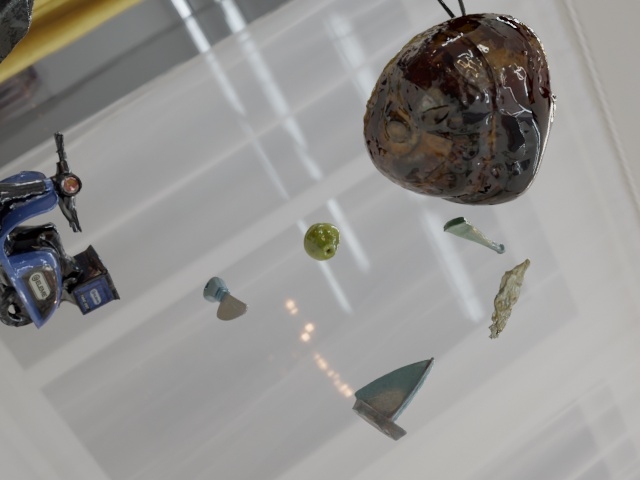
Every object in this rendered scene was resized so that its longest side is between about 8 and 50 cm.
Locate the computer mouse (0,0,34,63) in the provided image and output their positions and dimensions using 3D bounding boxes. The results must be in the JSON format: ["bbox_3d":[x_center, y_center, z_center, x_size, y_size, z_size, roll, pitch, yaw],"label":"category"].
[{"bbox_3d":[-0.420,-0.277,1.081,0.062,0.192,0.105,0,52,-51],"label":"computer mouse"}]

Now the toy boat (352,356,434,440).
[{"bbox_3d":[0.107,0.205,1.194,0.096,0.122,0.034,30,-15,33],"label":"toy boat"}]

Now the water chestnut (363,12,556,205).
[{"bbox_3d":[0.198,-0.186,1.222,0.244,0.289,0.289,-97,165,-51],"label":"water chestnut"}]

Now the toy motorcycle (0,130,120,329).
[{"bbox_3d":[-0.454,-0.006,1.369,0.125,0.213,0.358,46,-23,37],"label":"toy motorcycle"}]

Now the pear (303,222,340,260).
[{"bbox_3d":[0.000,0.000,2.013,0.092,0.092,0.097,61,-9,-29],"label":"pear"}]

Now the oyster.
[{"bbox_3d":[0.330,0.112,1.569,0.045,0.146,0.121,21,-36,4],"label":"oyster"}]

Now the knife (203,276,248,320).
[{"bbox_3d":[-0.174,0.114,1.580,0.032,0.058,0.244,34,-1,-22],"label":"knife"}]

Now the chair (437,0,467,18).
[{"bbox_3d":[0.209,-0.451,1.327,0.221,0.140,0.145,55,-2,32],"label":"chair"}]

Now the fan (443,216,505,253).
[{"bbox_3d":[0.244,-0.005,1.344,0.193,0.038,0.016,22,49,-54],"label":"fan"}]
